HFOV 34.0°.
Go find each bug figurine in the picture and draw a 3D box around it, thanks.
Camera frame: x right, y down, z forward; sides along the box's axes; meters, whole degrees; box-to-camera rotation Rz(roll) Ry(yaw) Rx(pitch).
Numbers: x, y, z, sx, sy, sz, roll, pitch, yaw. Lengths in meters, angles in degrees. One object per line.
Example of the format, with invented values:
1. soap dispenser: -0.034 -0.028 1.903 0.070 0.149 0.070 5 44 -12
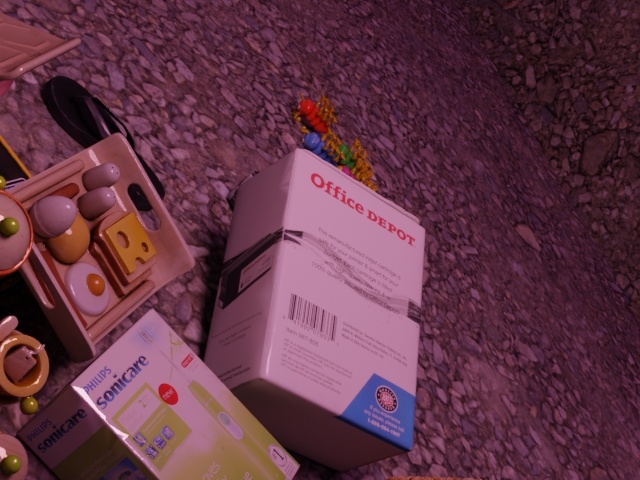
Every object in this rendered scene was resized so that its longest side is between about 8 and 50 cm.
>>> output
1. bug figurine: 0.025 -0.183 2.112 0.216 0.072 0.279 47 15 -22

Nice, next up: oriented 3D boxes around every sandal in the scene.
1. sandal: -0.327 -0.163 1.637 0.254 0.054 0.097 49 29 -3

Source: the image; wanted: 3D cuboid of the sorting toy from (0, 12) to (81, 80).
1. sorting toy: -0.427 -0.249 1.292 0.208 0.038 0.193 19 24 3

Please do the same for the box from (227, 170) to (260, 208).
1. box: 0.000 0.000 1.880 0.307 0.076 0.242 0 57 -55

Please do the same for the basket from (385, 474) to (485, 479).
1. basket: 0.182 0.443 1.476 0.223 0.213 0.299 52 29 2

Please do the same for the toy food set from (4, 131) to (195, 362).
1. toy food set: -0.278 -0.004 1.334 0.220 0.092 0.306 61 25 -9

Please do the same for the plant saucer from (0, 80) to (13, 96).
1. plant saucer: -0.547 -0.226 1.280 0.332 0.084 0.332 18 24 -8

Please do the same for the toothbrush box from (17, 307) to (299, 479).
1. toothbrush box: -0.188 0.257 1.275 0.283 0.122 0.206 47 29 -3

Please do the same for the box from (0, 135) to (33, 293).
1. box: -0.478 -0.037 1.260 0.257 0.079 0.322 54 29 3

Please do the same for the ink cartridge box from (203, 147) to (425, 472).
1. ink cartridge box: -0.001 0.105 1.573 0.285 0.166 0.395 31 50 -30

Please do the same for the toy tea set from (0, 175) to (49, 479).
1. toy tea set: -0.360 0.097 1.092 0.200 0.124 0.336 -29 102 -48
